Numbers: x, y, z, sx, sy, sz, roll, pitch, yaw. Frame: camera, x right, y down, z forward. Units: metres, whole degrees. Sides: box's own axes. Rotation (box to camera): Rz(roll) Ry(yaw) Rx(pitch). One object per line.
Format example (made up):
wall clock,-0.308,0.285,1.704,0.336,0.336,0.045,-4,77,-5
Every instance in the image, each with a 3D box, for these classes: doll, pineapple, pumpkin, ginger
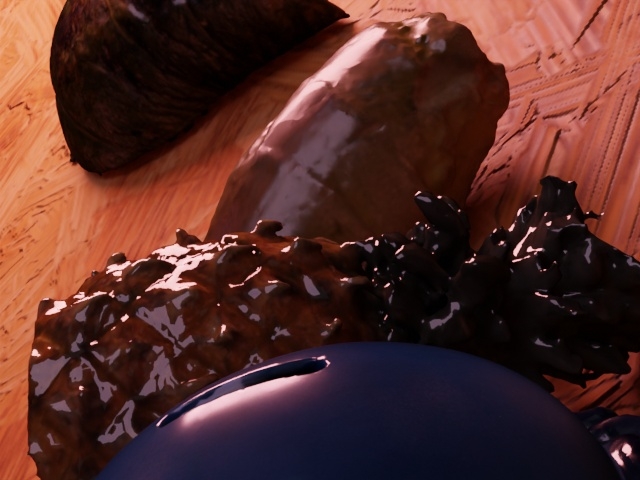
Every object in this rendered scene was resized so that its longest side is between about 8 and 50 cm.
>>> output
doll,0.023,0.174,0.619,0.284,0.240,0.310,-20,35,3
pineapple,0.018,0.051,0.803,0.278,0.158,0.158,-20,36,8
pumpkin,-0.125,-0.129,1.270,0.278,0.111,0.163,19,76,57
ginger,0.000,0.000,0.965,0.263,0.116,0.109,-62,-8,-12
